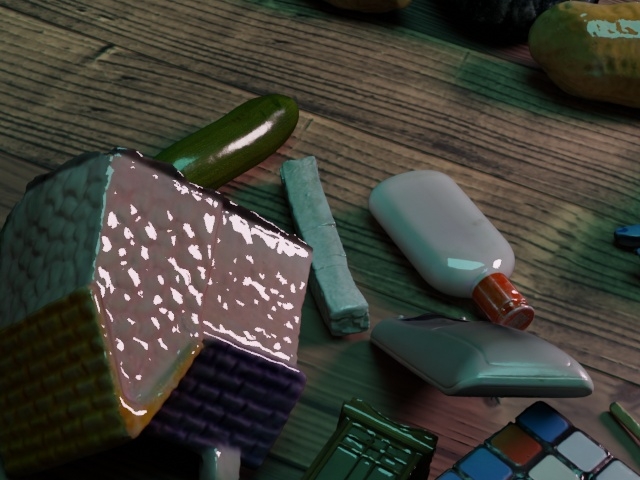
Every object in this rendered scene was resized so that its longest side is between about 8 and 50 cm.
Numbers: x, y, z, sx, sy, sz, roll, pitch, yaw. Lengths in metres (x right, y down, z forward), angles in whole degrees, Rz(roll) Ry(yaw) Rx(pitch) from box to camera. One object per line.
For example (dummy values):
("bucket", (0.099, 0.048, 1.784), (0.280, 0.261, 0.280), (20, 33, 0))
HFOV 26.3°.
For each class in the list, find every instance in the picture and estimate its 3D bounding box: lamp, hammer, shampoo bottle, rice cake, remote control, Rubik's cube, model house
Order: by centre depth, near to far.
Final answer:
("lamp", (-0.017, 0.259, 1.039), (0.090, 0.089, 0.325), (24, 42, 15))
("Rubik's cube", (0.161, 0.246, 1.044), (0.151, 0.155, 0.154), (36, 46, 27))
("model house", (-0.154, 0.090, 1.149), (0.237, 0.202, 0.237), (29, 54, -37))
("remote control", (0.128, 0.089, 1.171), (0.109, 0.055, 0.313), (1, 4, -11))
("hammer", (0.332, 0.208, 1.232), (0.060, 0.028, 0.195), (-10, 43, -31))
("rice cake", (0.000, 0.000, 1.383), (0.045, 0.042, 0.245), (-11, 44, -6))
("shampoo bottle", (0.141, 0.011, 1.397), (0.108, 0.051, 0.221), (-11, 44, -28))

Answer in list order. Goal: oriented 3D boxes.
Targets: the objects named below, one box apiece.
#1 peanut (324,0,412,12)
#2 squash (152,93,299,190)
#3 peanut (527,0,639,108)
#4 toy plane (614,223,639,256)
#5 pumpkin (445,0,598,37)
("peanut", (0.021, -0.367, 1.771), (0.236, 0.110, 0.120), (27, 29, 15))
("squash", (-0.102, -0.096, 1.456), (0.069, 0.069, 0.258), (31, 44, 22))
("peanut", (0.367, -0.231, 1.677), (0.224, 0.129, 0.129), (10, 40, -7))
("toy plane", (0.435, 0.020, 1.426), (0.169, 0.078, 0.246), (-20, 41, -34))
("pumpkin", (0.260, -0.367, 1.784), (0.233, 0.163, 0.233), (0, 47, 0))
